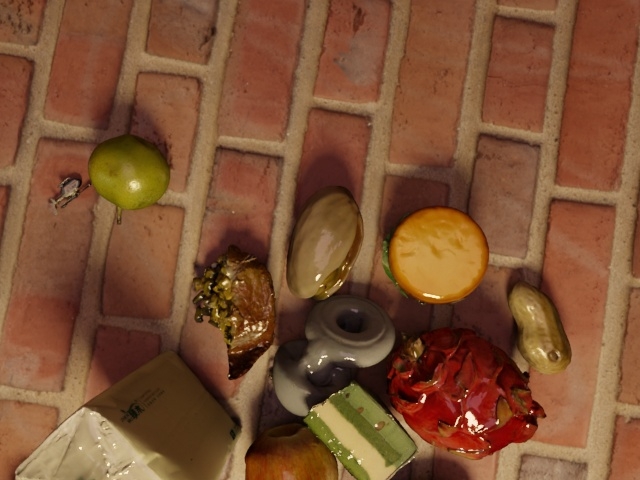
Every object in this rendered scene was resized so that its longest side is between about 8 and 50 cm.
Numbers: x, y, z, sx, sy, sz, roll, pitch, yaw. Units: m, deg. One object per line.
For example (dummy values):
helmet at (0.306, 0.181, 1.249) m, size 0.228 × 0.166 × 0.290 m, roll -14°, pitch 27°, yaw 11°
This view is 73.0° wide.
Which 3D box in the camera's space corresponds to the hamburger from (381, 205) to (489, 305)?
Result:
hamburger at (0.271, 0.036, 1.036) m, size 0.246 × 0.170 × 0.245 m, roll -2°, pitch 80°, yaw 9°

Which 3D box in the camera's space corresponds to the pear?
pear at (-0.465, -0.142, 1.040) m, size 0.180 × 0.166 × 0.216 m, roll 25°, pitch 109°, yaw -13°

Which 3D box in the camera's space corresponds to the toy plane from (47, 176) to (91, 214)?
toy plane at (-0.638, -0.119, 1.089) m, size 0.121 × 0.031 × 0.049 m, roll -40°, pitch 98°, yaw -6°

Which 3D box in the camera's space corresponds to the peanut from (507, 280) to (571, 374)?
peanut at (0.531, 0.215, 1.065) m, size 0.120 × 0.110 × 0.236 m, roll -21°, pitch 86°, yaw 11°

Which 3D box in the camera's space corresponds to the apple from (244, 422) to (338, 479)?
apple at (-0.065, 0.524, 0.983) m, size 0.211 × 0.211 × 0.187 m, roll -10°, pitch 87°, yaw -2°

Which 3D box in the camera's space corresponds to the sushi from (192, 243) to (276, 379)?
sushi at (-0.202, 0.157, 1.031) m, size 0.179 × 0.167 × 0.296 m, roll -5°, pitch 94°, yaw -24°

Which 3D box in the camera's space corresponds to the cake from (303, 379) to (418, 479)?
cake at (0.064, 0.396, 0.979) m, size 0.158 × 0.172 × 0.283 m, roll -39°, pitch 115°, yaw -5°

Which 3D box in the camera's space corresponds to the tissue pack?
tissue pack at (-0.352, 0.430, 0.898) m, size 0.207 × 0.380 × 0.297 m, roll -43°, pitch 90°, yaw 1°

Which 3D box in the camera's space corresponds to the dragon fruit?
dragon fruit at (0.307, 0.334, 0.977) m, size 0.343 × 0.277 × 0.277 m, roll 39°, pitch 87°, yaw -4°

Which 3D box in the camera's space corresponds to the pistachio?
pistachio at (0.000, 0.000, 1.036) m, size 0.197 × 0.166 × 0.287 m, roll 20°, pitch 84°, yaw 37°

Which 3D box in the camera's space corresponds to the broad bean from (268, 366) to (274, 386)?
broad bean at (-0.030, 0.386, 1.077) m, size 0.227 × 0.039 × 0.069 m, roll 24°, pitch 81°, yaw 0°

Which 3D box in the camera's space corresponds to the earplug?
earplug at (0.027, 0.261, 1.012) m, size 0.325 × 0.175 × 0.214 m, roll -43°, pitch 52°, yaw -14°
